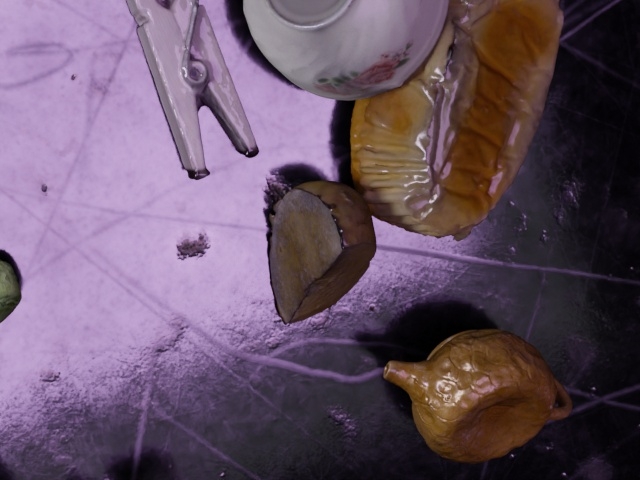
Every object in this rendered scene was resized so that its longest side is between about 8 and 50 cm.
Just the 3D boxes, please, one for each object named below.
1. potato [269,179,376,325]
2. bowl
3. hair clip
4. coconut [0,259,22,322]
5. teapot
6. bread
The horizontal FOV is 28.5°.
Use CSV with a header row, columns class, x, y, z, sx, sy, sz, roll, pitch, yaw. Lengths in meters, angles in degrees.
class,x,y,z,sx,sy,sz,roll,pitch,yaw
potato,0.000,0.000,1.729,0.098,0.243,0.138,-16,67,-32
bowl,0.015,-0.322,1.599,0.277,0.145,0.277,-1,87,23
hair clip,-0.180,-0.250,1.665,0.101,0.085,0.331,-21,102,-10
coconut,-0.440,0.070,1.670,0.087,0.088,0.096,-13,73,-9
teapot,0.229,0.203,1.806,0.311,0.167,0.203,5,127,-31
bread,0.175,-0.200,1.718,0.236,0.183,0.389,23,88,-31
